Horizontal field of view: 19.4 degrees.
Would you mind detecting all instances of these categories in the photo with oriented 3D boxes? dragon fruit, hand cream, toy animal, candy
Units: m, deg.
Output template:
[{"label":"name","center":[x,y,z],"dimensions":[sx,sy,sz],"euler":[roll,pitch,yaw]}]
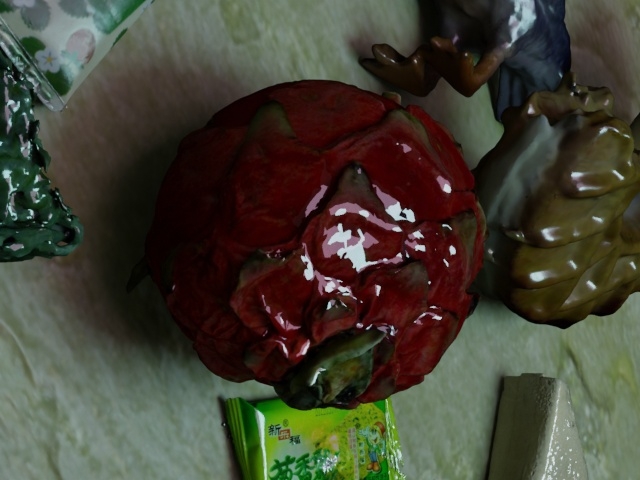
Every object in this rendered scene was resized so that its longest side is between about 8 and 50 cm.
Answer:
[{"label":"dragon fruit","center":[0.000,0.000,1.360],"dimensions":[0.299,0.244,0.244],"euler":[-45,120,-61]},{"label":"hand cream","center":[-0.132,-0.212,1.357],"dimensions":[0.276,0.059,0.095],"euler":[-50,119,-29]},{"label":"toy animal","center":[0.133,-0.200,1.568],"dimensions":[0.298,0.122,0.185],"euler":[40,62,-38]},{"label":"candy","center":[-0.001,0.162,1.484],"dimensions":[0.178,0.032,0.102],"euler":[-4,91,-45]}]

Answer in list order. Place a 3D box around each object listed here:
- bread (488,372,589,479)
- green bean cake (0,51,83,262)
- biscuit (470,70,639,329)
[{"label":"bread","center":[0.205,0.202,1.653],"dimensions":[0.105,0.077,0.152],"euler":[21,77,-38]},{"label":"green bean cake","center":[-0.249,-0.085,1.199],"dimensions":[0.193,0.107,0.208],"euler":[-2,88,-44]},{"label":"biscuit","center":[0.252,-0.044,1.599],"dimensions":[0.366,0.115,0.268],"euler":[-17,143,-41]}]
